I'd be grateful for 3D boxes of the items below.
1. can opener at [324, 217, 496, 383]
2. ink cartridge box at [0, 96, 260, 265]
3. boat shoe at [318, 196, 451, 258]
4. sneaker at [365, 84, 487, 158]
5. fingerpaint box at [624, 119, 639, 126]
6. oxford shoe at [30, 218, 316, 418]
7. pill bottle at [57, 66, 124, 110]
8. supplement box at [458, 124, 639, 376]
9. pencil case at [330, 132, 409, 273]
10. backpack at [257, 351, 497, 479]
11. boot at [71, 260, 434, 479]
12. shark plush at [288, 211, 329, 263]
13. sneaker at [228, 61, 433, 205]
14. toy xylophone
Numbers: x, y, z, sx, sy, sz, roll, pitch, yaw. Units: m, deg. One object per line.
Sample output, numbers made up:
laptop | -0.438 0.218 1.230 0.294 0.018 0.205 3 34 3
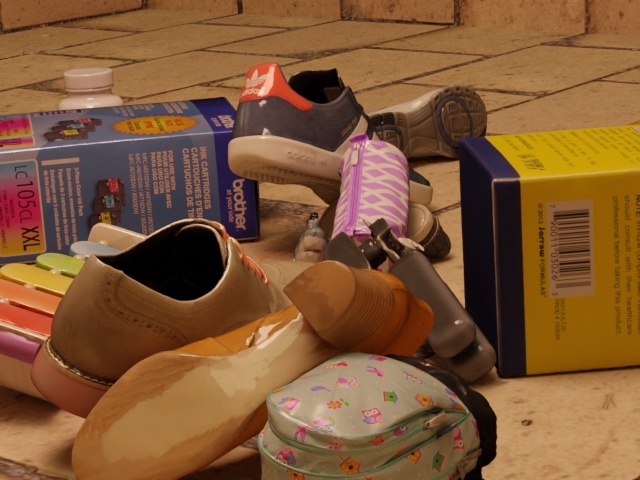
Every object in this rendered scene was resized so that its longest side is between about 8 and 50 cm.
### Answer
can opener | 0.087 0.059 1.699 0.093 0.074 0.280 -41 29 0
ink cartridge box | -0.230 -0.085 2.226 0.396 0.151 0.270 -4 15 -11
boat shoe | 0.074 -0.008 2.075 0.065 0.075 0.206 39 -18 -33
sneaker | 0.119 -0.164 2.540 0.297 0.111 0.129 -13 12 -37
fingerpaint box | 0.591 -0.078 1.986 0.371 0.163 0.445 6 17 34
oxford shoe | -0.083 0.055 1.563 0.140 0.146 0.397 29 22 25
pill bottle | -0.320 -0.155 2.459 0.094 0.169 0.094 -3 14 1
supplement box | 0.326 -0.001 1.684 0.357 0.195 0.194 -5 15 -3
pencil case | 0.055 -0.035 1.962 0.086 0.088 0.206 -16 34 15
backpack | 0.029 0.153 1.313 0.152 0.115 0.182 13 24 40
boot | -0.044 0.130 1.446 0.295 0.104 0.211 -36 -24 8
shark plush | 0.000 0.000 1.997 0.073 0.067 0.161 0 15 12
sneaker | 0.027 -0.129 2.148 0.131 0.148 0.350 -5 -13 35
toy xylophone | -0.271 0.064 1.701 0.236 0.081 0.322 14 20 9
